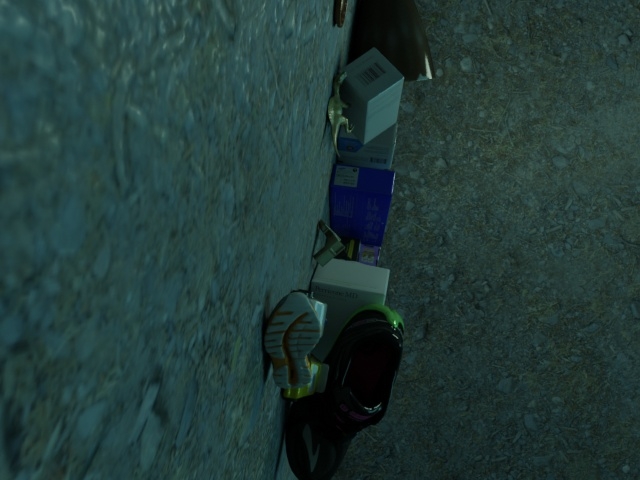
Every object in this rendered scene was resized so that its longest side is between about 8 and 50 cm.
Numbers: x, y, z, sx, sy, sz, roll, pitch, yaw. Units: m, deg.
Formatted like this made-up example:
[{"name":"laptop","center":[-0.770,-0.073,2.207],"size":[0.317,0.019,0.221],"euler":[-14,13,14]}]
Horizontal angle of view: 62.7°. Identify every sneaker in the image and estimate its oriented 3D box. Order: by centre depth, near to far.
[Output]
[{"name":"sneaker","center":[-0.047,0.148,0.832],"size":[0.083,0.084,0.214],"euler":[-93,-171,-46]},{"name":"sneaker","center":[0.048,0.376,1.232],"size":[0.202,0.185,0.482],"euler":[-96,-152,-80]}]

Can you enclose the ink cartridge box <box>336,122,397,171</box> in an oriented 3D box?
[{"name":"ink cartridge box","center":[0.123,-0.233,1.440],"size":[0.203,0.148,0.085],"euler":[92,8,-60]}]

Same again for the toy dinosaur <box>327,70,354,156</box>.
[{"name":"toy dinosaur","center":[0.032,-0.254,1.093],"size":[0.093,0.053,0.183],"euler":[15,78,-69]}]

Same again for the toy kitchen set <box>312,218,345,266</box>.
[{"name":"toy kitchen set","center":[0.000,0.000,1.265],"size":[0.068,0.075,0.083],"euler":[45,6,-38]}]

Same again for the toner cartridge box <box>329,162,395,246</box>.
[{"name":"toner cartridge box","center":[0.113,-0.091,1.506],"size":[0.348,0.165,0.075],"euler":[88,13,-67]}]

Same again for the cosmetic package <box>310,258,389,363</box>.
[{"name":"cosmetic package","center":[0.060,0.247,1.420],"size":[0.155,0.197,0.365],"euler":[-66,163,-63]}]

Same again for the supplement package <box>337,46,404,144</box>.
[{"name":"supplement package","center":[0.109,-0.320,1.184],"size":[0.105,0.105,0.179],"euler":[-37,163,-11]}]

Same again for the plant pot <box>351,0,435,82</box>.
[{"name":"plant pot","center":[0.169,-0.508,1.310],"size":[0.215,0.216,0.230],"euler":[-64,147,-71]}]

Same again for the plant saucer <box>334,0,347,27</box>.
[{"name":"plant saucer","center":[0.037,-0.426,0.942],"size":[0.083,0.013,0.083],"euler":[9,90,-84]}]

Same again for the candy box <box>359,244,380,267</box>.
[{"name":"candy box","center":[0.115,0.108,1.853],"size":[0.070,0.165,0.196],"euler":[53,48,-80]}]

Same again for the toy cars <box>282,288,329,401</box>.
[{"name":"toy cars","center":[-0.022,0.229,1.112],"size":[0.176,0.087,0.393],"euler":[-75,172,-45]}]

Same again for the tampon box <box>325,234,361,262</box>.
[{"name":"tampon box","center":[0.062,0.069,1.587],"size":[0.161,0.102,0.120],"euler":[84,16,-69]}]
